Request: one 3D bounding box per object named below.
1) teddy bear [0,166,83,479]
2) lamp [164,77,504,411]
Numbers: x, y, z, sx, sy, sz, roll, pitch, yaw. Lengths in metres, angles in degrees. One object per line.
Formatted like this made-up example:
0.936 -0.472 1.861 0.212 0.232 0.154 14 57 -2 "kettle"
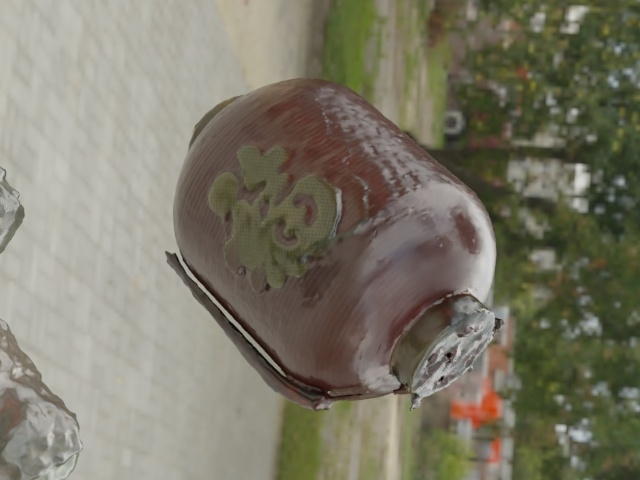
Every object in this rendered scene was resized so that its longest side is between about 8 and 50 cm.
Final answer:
-0.234 0.035 0.615 0.236 0.151 0.267 -38 116 -39 "teddy bear"
0.000 0.000 0.881 0.180 0.258 0.180 -31 145 -25 "lamp"
